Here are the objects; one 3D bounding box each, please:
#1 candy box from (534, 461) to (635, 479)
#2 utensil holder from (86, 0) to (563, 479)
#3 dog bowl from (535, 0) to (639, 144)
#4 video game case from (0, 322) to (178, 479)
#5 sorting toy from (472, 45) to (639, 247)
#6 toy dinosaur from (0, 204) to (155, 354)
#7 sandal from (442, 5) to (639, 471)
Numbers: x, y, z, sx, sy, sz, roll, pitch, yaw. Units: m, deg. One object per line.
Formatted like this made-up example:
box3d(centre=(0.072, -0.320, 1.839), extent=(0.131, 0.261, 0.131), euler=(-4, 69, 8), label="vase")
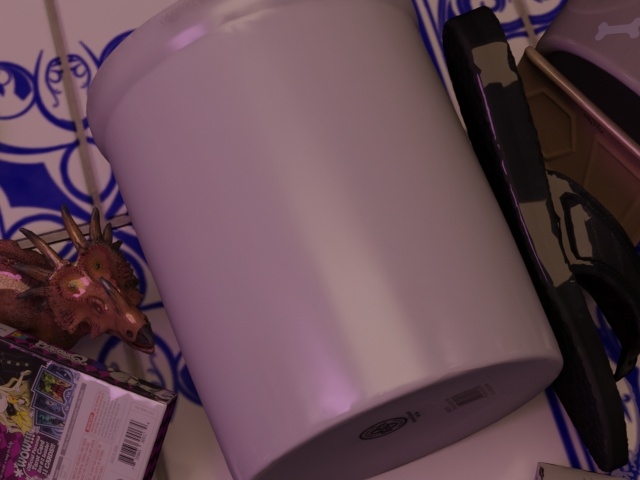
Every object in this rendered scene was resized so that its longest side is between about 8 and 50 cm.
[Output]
box3d(centre=(0.283, 0.267, 1.213), extent=(0.196, 0.165, 0.070), euler=(11, 99, 5), label="candy box")
box3d(centre=(0.000, 0.000, 1.249), extent=(0.327, 0.327, 0.385), euler=(-19, 70, -8), label="utensil holder")
box3d(centre=(0.340, -0.105, 1.293), extent=(0.102, 0.349, 0.349), euler=(-44, 73, -3), label="dog bowl")
box3d(centre=(-0.259, 0.207, 1.244), extent=(0.210, 0.042, 0.232), euler=(20, 103, 8), label="video game case")
box3d(centre=(0.239, -0.065, 1.339), extent=(0.038, 0.208, 0.193), euler=(-34, 70, -30), label="sorting toy")
box3d(centre=(-0.282, 0.041, 1.293), extent=(0.295, 0.200, 0.127), euler=(7, 67, 3), label="toy dinosaur")
box3d(centre=(0.227, -0.002, 1.257), extent=(0.107, 0.167, 0.446), euler=(-18, 97, -3), label="sandal")
